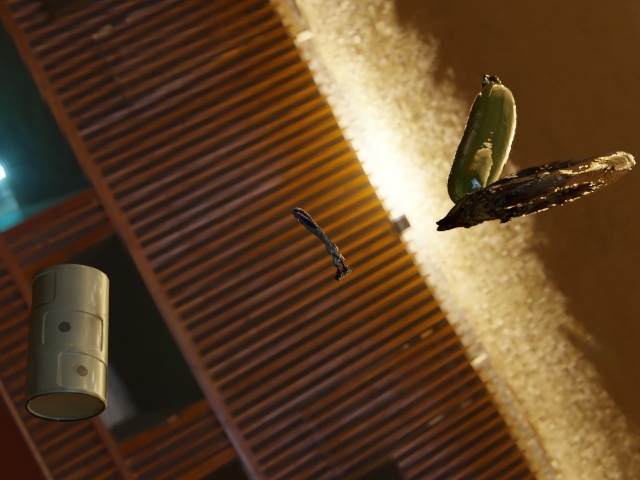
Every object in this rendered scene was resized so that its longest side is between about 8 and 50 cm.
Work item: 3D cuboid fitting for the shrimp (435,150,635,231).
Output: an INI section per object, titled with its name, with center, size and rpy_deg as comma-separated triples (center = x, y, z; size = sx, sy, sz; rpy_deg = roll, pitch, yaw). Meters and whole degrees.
[shrimp]
center = 0.187, -0.046, 1.337
size = 0.262, 0.198, 0.051
rpy_deg = -16, -95, 39

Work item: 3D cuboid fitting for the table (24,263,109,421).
[table]
center = -0.398, 0.162, 2.042
size = 0.126, 0.126, 0.220
rpy_deg = 124, -32, -55

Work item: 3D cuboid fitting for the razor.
[razor]
center = 0.002, -0.002, 2.294
size = 0.154, 0.044, 0.028
rpy_deg = 52, -40, 6

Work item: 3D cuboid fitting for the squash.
[squash]
center = 0.213, -0.129, 1.649
size = 0.066, 0.252, 0.066
rpy_deg = 12, -43, 11
